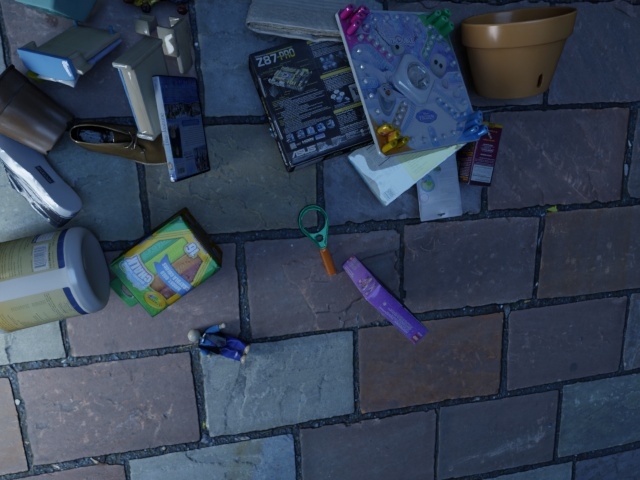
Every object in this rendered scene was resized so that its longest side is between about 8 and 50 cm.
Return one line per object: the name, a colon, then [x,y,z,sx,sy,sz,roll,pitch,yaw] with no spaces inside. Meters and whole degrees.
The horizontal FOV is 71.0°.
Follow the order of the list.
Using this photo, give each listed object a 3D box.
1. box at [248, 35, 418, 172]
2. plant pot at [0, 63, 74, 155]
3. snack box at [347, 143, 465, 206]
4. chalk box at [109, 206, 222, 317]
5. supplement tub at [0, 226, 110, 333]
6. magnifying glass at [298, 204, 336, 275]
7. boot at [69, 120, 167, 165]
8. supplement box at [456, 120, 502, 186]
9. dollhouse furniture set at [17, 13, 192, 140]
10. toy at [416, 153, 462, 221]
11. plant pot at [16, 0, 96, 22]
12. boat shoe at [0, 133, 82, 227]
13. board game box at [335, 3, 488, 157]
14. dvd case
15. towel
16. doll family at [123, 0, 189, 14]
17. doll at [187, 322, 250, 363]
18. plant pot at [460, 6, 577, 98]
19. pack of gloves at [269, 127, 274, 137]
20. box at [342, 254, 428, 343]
box: [0.041,-0.398,1.219,0.394,0.097,0.319,-21,91,-9]
plant pot: [-0.711,-0.304,1.090,0.165,0.167,0.167,35,93,-31]
snack box: [0.260,-0.271,1.325,0.321,0.060,0.187,-38,92,2]
chalk box: [-0.435,0.071,1.220,0.288,0.179,0.180,-37,106,-3]
supplement tub: [-0.732,0.104,1.140,0.315,0.228,0.229,-13,104,-9]
magnifying glass: [0.000,0.000,1.380,0.092,0.026,0.231,-22,103,-7]
boot: [-0.488,-0.256,1.175,0.305,0.115,0.113,3,99,-14]
supplement box: [0.480,-0.264,1.381,0.080,0.104,0.188,5,101,-13]
dollhouse furniture set: [-0.523,-0.432,1.140,0.303,0.287,0.198,15,140,9]
toy: [0.356,-0.188,1.397,0.136,0.056,0.238,-9,99,-6]
plant pot: [-0.603,-0.643,1.026,0.165,0.165,0.235,18,104,10]
boat shoe: [-0.748,-0.165,1.148,0.102,0.108,0.301,-35,101,21]
board game box: [0.259,-0.436,1.194,0.389,0.050,0.390,-16,88,-31]
dvd case: [-0.352,-0.290,1.159,0.022,0.180,0.253,-1,107,15]
towel: [-0.045,-0.614,1.175,0.281,0.049,0.187,7,70,-4]
doll family: [-0.414,-0.626,1.129,0.192,0.076,0.112,-12,85,-4]
doll: [-0.310,0.309,1.366,0.188,0.046,0.129,20,106,-9]
plant pot: [0.546,-0.526,1.265,0.290,0.291,0.204,-15,121,-8]
pack of gloves: [-0.029,-0.354,1.282,0.231,0.046,0.195,5,88,-5]
box: [0.178,0.160,1.308,0.057,0.293,0.201,-45,106,3]
